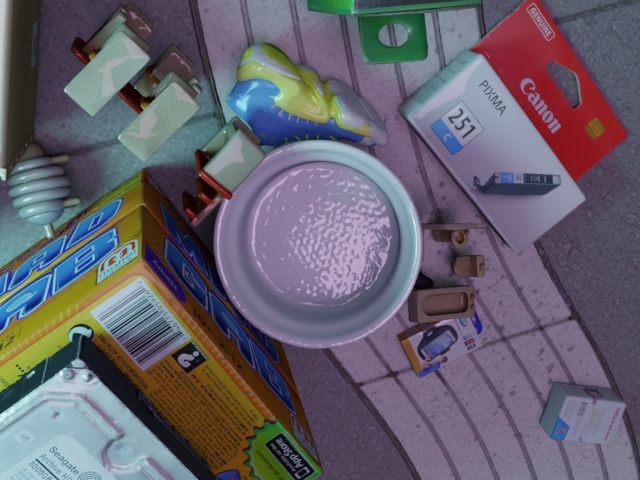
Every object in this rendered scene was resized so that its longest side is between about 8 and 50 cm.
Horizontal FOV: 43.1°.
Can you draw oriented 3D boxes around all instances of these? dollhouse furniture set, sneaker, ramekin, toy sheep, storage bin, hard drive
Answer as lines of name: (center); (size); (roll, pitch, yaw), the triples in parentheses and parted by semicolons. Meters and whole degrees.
dollhouse furniture set: (-0.203, -0.153, 1.004); (0.135, 0.262, 0.259); (-43, 114, 8)
sneaker: (-0.024, -0.174, 1.140); (0.240, 0.091, 0.126); (30, 120, -21)
dollhouse furniture set: (0.202, 0.048, 1.209); (0.144, 0.123, 0.151); (-2, 92, -32)
ramekin: (0.000, 0.000, 1.129); (0.277, 0.135, 0.277); (0, 96, 4)
toy sheep: (-0.375, -0.068, 1.090); (0.091, 0.091, 0.132); (-16, 88, -6)
storage bin: (-0.396, -0.231, 0.929); (0.123, 0.260, 0.262); (5, 109, -13)
hard drive: (-0.312, 0.286, 0.863); (0.339, 0.064, 0.237); (-35, 114, 2)

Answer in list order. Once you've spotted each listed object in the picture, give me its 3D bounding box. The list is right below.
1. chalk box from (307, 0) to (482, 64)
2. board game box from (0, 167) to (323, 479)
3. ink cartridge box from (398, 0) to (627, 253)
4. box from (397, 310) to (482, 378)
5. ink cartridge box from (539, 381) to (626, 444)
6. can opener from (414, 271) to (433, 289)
chalk box: (0.086, -0.372, 1.018); (0.180, 0.179, 0.288); (-8, 111, -17)
board game box: (-0.267, 0.186, 1.061); (0.356, 0.356, 0.356); (-34, 114, 2)
ink cartridge box: (0.306, -0.169, 1.213); (0.261, 0.066, 0.296); (-41, 113, 6)
box: (0.204, 0.162, 1.335); (0.136, 0.028, 0.081); (-27, 113, 0)
ink cartridge box: (0.463, 0.306, 1.432); (0.123, 0.052, 0.088); (10, 108, -14)
can opener: (0.097, 0.035, 1.246); (0.186, 0.059, 0.073); (28, 101, -20)
